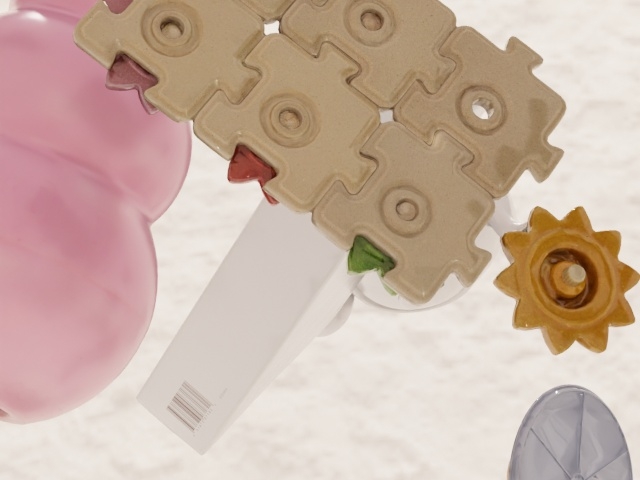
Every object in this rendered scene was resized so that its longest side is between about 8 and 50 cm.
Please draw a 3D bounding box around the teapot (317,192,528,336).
[{"bbox_3d":[0.099,0.000,1.817,0.252,0.256,0.187,5,53,-5],"label":"teapot"}]

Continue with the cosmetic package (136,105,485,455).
[{"bbox_3d":[0.000,0.000,1.498,0.097,0.377,0.284,41,38,8],"label":"cosmetic package"}]

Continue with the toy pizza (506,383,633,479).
[{"bbox_3d":[0.242,0.243,1.548,0.032,0.201,0.201,-6,29,45],"label":"toy pizza"}]

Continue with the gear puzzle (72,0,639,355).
[{"bbox_3d":[0.040,-0.061,0.871,0.339,0.044,0.175,38,66,0],"label":"gear puzzle"}]

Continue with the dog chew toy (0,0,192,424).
[{"bbox_3d":[-0.179,-0.054,1.018,0.206,0.206,0.332,13,71,21],"label":"dog chew toy"}]
